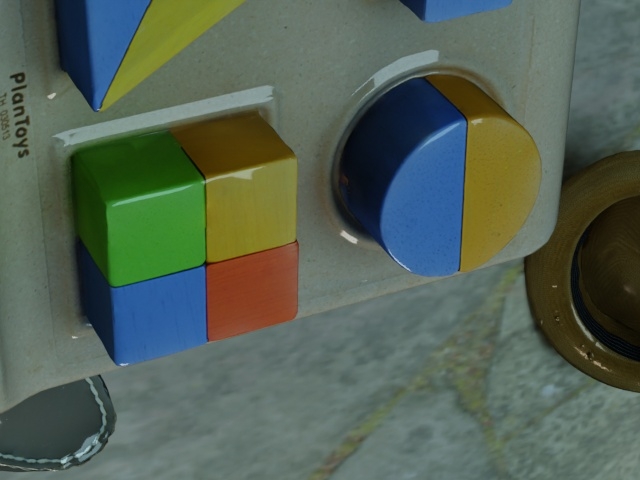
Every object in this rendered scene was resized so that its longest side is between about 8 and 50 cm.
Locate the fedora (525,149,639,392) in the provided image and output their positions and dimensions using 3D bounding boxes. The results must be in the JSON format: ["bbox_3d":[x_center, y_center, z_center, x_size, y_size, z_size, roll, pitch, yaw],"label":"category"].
[{"bbox_3d":[0.238,0.014,1.190,0.079,0.194,0.194,-64,150,-59],"label":"fedora"}]

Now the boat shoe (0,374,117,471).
[{"bbox_3d":[-0.205,0.049,0.829,0.305,0.091,0.109,38,80,-43],"label":"boat shoe"}]

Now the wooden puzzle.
[{"bbox_3d":[-0.003,-0.083,0.767,0.348,0.080,0.322,-18,128,-24],"label":"wooden puzzle"}]
